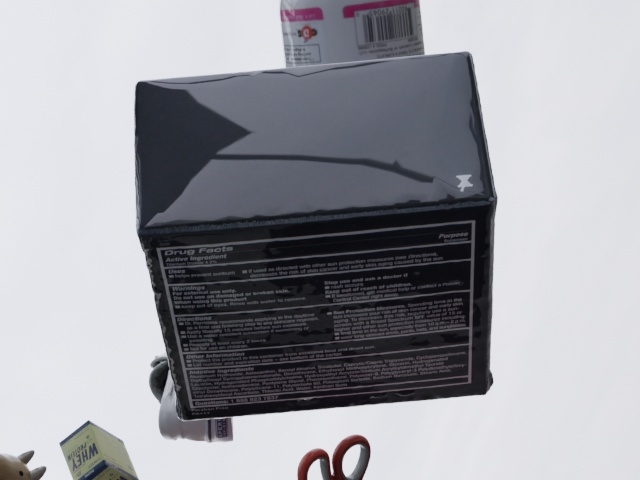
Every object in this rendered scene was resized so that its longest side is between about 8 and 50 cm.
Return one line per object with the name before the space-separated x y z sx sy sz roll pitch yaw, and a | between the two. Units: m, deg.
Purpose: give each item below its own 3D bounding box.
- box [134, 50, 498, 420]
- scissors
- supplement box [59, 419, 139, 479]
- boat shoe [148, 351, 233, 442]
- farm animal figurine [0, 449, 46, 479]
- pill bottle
box | 0.000 0.000 1.572 0.294 0.296 0.183 86 179 -54
scissors | 0.036 0.368 2.284 0.109 0.021 0.297 -30 -51 -24
supplement box | -0.303 0.307 2.437 0.056 0.083 0.083 -39 -41 10
boat shoe | -0.138 0.139 1.860 0.258 0.084 0.095 -112 17 -77
farm animal figurine | -0.353 0.317 1.885 0.172 0.330 0.327 -27 -18 -18
pill bottle | 0.045 -0.148 2.011 0.160 0.160 0.283 -26 -68 -62
